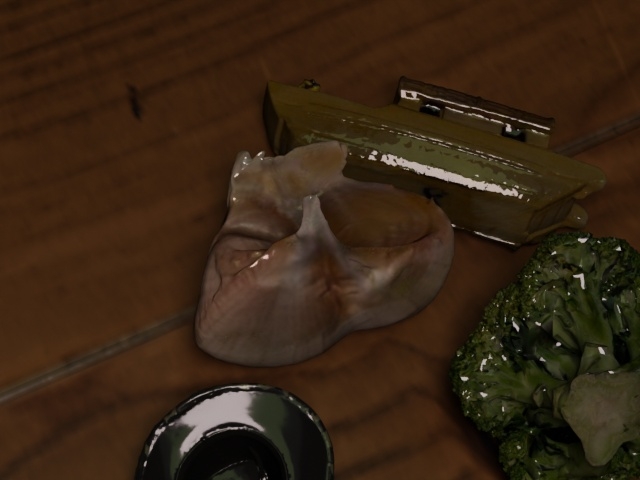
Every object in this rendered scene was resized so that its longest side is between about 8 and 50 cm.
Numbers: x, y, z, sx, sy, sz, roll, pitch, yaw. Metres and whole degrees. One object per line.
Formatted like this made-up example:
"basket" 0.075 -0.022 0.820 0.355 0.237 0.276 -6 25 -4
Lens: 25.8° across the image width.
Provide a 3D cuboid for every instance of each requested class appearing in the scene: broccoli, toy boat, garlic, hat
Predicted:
"broccoli" 0.154 0.082 0.818 0.146 0.138 0.162 34 101 -3
"toy boat" 0.071 -0.060 0.909 0.226 0.068 0.088 16 56 2
"garlic" 0.003 0.012 0.834 0.174 0.124 0.099 -9 24 -21
"hat" -0.047 0.140 0.790 0.121 0.050 0.121 2 68 -4
